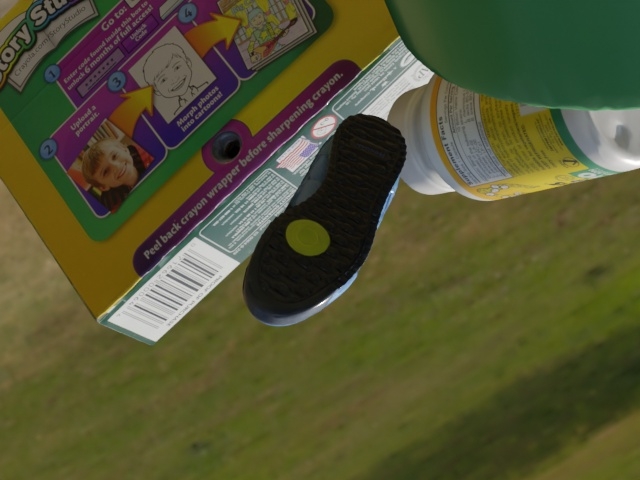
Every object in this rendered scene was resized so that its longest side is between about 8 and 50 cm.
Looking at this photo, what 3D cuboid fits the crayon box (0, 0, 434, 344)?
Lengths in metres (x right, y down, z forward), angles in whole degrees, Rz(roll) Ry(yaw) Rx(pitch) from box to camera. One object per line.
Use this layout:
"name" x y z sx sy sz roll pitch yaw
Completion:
"crayon box" -0.121 -0.147 1.455 0.363 0.313 0.106 -42 150 8

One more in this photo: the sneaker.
"sneaker" 0.000 0.000 1.157 0.209 0.069 0.082 -60 177 -44

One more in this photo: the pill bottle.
"pill bottle" 0.150 -0.093 1.248 0.117 0.118 0.208 -18 -176 -42

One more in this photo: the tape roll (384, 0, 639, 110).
"tape roll" 0.165 -0.168 0.619 0.321 0.077 0.321 -18 -150 11
